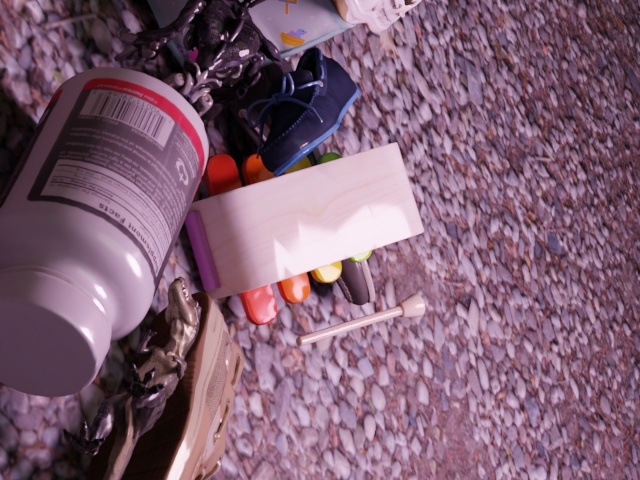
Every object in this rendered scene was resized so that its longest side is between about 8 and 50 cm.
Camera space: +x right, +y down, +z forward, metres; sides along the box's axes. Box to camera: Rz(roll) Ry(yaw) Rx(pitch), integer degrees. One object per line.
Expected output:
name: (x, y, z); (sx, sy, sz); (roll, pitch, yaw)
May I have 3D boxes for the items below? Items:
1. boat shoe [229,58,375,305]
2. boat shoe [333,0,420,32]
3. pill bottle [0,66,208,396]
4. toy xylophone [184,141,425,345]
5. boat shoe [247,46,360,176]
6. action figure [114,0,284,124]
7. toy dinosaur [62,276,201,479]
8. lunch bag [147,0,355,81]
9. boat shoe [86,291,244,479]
boat shoe: (-0.029, -0.061, 2.102); (0.112, 0.096, 0.335); (-134, -158, -75)
boat shoe: (0.084, -0.301, 1.963); (0.277, 0.096, 0.098); (-41, 113, -73)
pill bottle: (-0.231, -0.008, 1.635); (0.176, 0.176, 0.318); (53, 36, -30)
toy xylophone: (0.000, 0.000, 1.983); (0.323, 0.081, 0.236); (-8, 86, -33)
boat shoe: (-0.033, -0.150, 1.937); (0.089, 0.109, 0.258); (52, 20, -11)
action figure: (-0.153, -0.183, 1.875); (0.164, 0.141, 0.275); (43, 65, -26)
toy dinosaur: (-0.180, 0.161, 1.579); (0.268, 0.064, 0.118); (-61, 169, -1)
lunch bag: (-0.096, -0.329, 1.972); (0.262, 0.223, 0.160); (67, 20, -8)
boat shoe: (-0.142, 0.201, 1.727); (0.110, 0.122, 0.341); (53, 34, -29)
